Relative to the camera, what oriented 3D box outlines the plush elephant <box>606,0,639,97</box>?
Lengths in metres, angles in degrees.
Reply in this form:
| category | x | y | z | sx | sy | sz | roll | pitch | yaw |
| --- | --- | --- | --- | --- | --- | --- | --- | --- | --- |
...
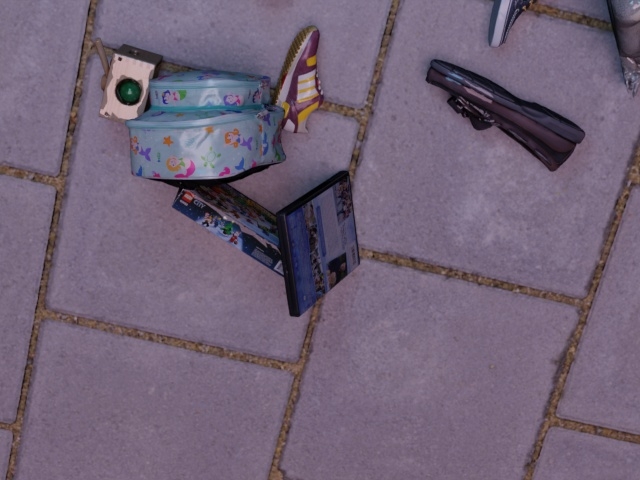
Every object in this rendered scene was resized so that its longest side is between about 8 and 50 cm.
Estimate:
| category | x | y | z | sx | sy | sz | roll | pitch | yaw |
| --- | --- | --- | --- | --- | --- | --- | --- | --- | --- |
| plush elephant | 0.595 | -0.384 | 1.668 | 0.255 | 0.272 | 0.330 | -13 | 137 | 16 |

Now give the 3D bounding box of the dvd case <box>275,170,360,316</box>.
| category | x | y | z | sx | sy | sz | roll | pitch | yaw |
| --- | --- | --- | --- | --- | --- | --- | --- | --- | --- |
| dvd case | 0.000 | 0.000 | 1.779 | 0.022 | 0.253 | 0.181 | 1 | 110 | 27 |

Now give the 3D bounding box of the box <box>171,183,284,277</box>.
| category | x | y | z | sx | sy | sz | roll | pitch | yaw |
| --- | --- | --- | --- | --- | --- | --- | --- | --- | --- |
| box | -0.139 | -0.036 | 1.800 | 0.233 | 0.159 | 0.044 | 33 | 106 | -12 |

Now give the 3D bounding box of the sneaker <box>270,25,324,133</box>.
| category | x | y | z | sx | sy | sz | roll | pitch | yaw |
| --- | --- | --- | --- | --- | --- | --- | --- | --- | --- |
| sneaker | -0.025 | -0.273 | 1.782 | 0.083 | 0.070 | 0.186 | 17 | 113 | -16 |

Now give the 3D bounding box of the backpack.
| category | x | y | z | sx | sy | sz | roll | pitch | yaw |
| --- | --- | --- | --- | --- | --- | --- | --- | --- | --- |
| backpack | -0.188 | -0.176 | 1.679 | 0.225 | 0.253 | 0.191 | 3 | 109 | 22 |

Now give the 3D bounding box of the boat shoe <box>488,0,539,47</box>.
| category | x | y | z | sx | sy | sz | roll | pitch | yaw |
| --- | --- | --- | --- | --- | --- | --- | --- | --- | --- |
| boat shoe | 0.340 | -0.406 | 1.747 | 0.083 | 0.065 | 0.184 | 12 | 106 | -5 |

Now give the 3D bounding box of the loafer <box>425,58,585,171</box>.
| category | x | y | z | sx | sy | sz | roll | pitch | yaw |
| --- | --- | --- | --- | --- | --- | --- | --- | --- | --- |
| loafer | 0.307 | -0.210 | 1.792 | 0.302 | 0.109 | 0.095 | 23 | 110 | -12 |

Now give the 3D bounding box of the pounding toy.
| category | x | y | z | sx | sy | sz | roll | pitch | yaw |
| --- | --- | --- | --- | --- | --- | --- | --- | --- | --- |
| pounding toy | -0.327 | -0.268 | 1.727 | 0.100 | 0.141 | 0.130 | 16 | 107 | -7 |
